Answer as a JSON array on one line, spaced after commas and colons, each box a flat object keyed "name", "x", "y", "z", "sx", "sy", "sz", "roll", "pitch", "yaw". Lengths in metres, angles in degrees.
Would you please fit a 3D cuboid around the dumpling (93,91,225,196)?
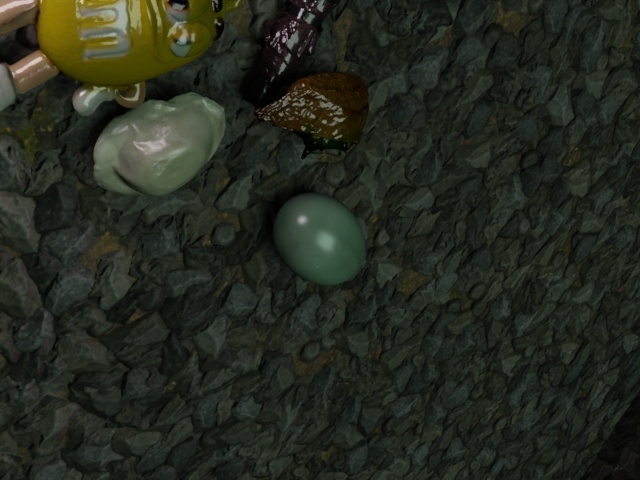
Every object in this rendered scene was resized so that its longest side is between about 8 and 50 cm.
[{"name": "dumpling", "x": -0.272, "y": -0.161, "z": 1.476, "sx": 0.250, "sy": 0.132, "sz": 0.162, "roll": -32, "pitch": 142, "yaw": 3}]

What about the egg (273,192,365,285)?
[{"name": "egg", "x": 0.000, "y": 0.000, "z": 1.750, "sx": 0.168, "sy": 0.168, "sz": 0.231, "roll": -47, "pitch": 139, "yaw": -4}]

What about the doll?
[{"name": "doll", "x": -0.351, "y": -0.338, "z": 1.290, "sx": 0.423, "sy": 0.161, "sz": 0.348, "roll": -42, "pitch": 130, "yaw": 1}]

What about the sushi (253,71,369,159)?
[{"name": "sushi", "x": 0.005, "y": -0.218, "z": 1.589, "sx": 0.140, "sy": 0.149, "sz": 0.287, "roll": -39, "pitch": 176, "yaw": 31}]

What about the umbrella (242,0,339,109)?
[{"name": "umbrella", "x": -0.035, "y": -0.372, "z": 1.549, "sx": 0.094, "sy": 0.090, "sz": 0.326, "roll": 21, "pitch": 103, "yaw": -46}]
